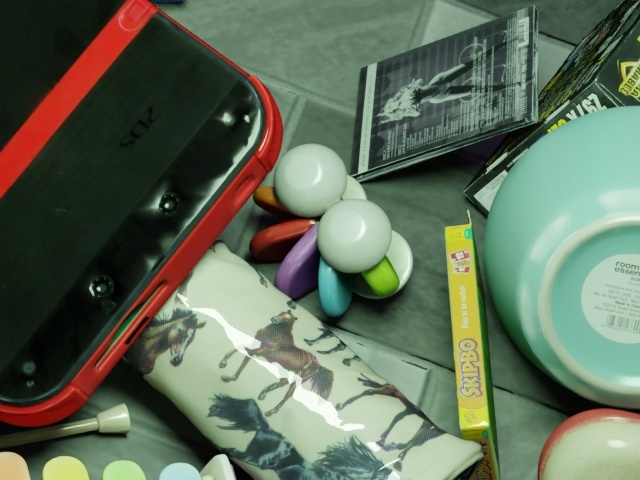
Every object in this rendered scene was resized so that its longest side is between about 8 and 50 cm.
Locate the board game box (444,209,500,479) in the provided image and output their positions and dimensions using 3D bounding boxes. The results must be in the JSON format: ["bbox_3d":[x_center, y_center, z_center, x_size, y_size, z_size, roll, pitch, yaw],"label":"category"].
[{"bbox_3d":[0.151,0.105,1.788,0.039,0.124,0.259,-5,53,9],"label":"board game box"}]

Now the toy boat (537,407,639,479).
[{"bbox_3d":[0.324,0.229,1.761,0.231,0.151,0.151,12,21,-9],"label":"toy boat"}]

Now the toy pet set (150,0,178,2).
[{"bbox_3d":[-0.206,-0.300,2.038,0.114,0.065,0.122,0,41,27],"label":"toy pet set"}]

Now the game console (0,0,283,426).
[{"bbox_3d":[-0.261,-0.063,1.629,0.342,0.060,0.386,36,80,14],"label":"game console"}]

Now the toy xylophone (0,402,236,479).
[{"bbox_3d":[-0.231,0.248,1.589,0.323,0.081,0.236,-13,58,-25],"label":"toy xylophone"}]

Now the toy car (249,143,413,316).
[{"bbox_3d":[0.000,0.000,1.825,0.136,0.159,0.182,-39,69,1],"label":"toy car"}]

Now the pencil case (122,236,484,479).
[{"bbox_3d":[-0.039,0.134,1.682,0.410,0.160,0.183,40,24,13],"label":"pencil case"}]

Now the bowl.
[{"bbox_3d":[0.305,0.040,1.736,0.311,0.311,0.163,24,20,1],"label":"bowl"}]

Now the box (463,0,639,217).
[{"bbox_3d":[0.317,-0.177,1.964,0.079,0.257,0.322,42,51,-2],"label":"box"}]

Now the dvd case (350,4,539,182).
[{"bbox_3d":[0.135,-0.158,1.954,0.018,0.221,0.164,47,36,-40],"label":"dvd case"}]
